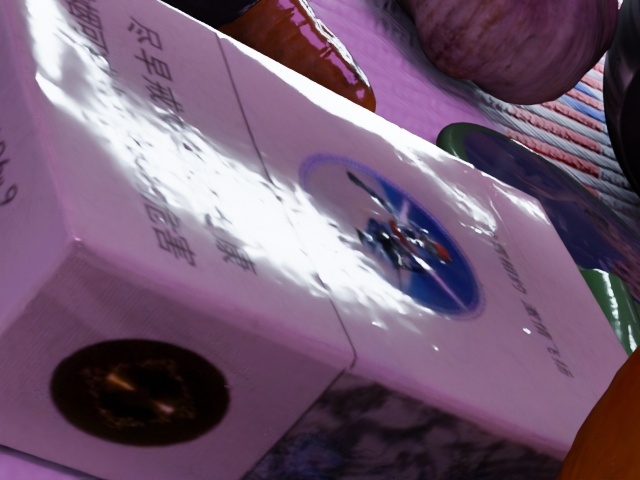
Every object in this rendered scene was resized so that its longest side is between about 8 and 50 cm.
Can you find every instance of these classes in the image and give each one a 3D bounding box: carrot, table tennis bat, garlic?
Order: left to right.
[{"bbox_3d":[-0.047,-0.122,0.821,0.209,0.061,0.061,50,22,7],"label":"carrot"},{"bbox_3d":[0.096,-0.144,1.038,0.147,0.102,0.159,37,22,-17],"label":"garlic"},{"bbox_3d":[0.119,0.019,0.867,0.160,0.039,0.257,35,20,-15],"label":"table tennis bat"}]

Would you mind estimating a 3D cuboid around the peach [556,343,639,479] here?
[{"bbox_3d":[0.203,0.118,0.513,0.289,0.289,0.308,46,-3,8],"label":"peach"}]

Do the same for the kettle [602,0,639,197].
[{"bbox_3d":[0.256,-0.100,1.068,0.207,0.250,0.271,33,30,9],"label":"kettle"}]

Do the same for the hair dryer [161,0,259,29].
[{"bbox_3d":[-0.135,-0.150,0.732,0.219,0.075,0.195,42,28,26],"label":"hair dryer"}]

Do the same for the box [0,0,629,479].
[{"bbox_3d":[-0.009,0.015,0.603,0.256,0.069,0.164,25,27,-36],"label":"box"}]
